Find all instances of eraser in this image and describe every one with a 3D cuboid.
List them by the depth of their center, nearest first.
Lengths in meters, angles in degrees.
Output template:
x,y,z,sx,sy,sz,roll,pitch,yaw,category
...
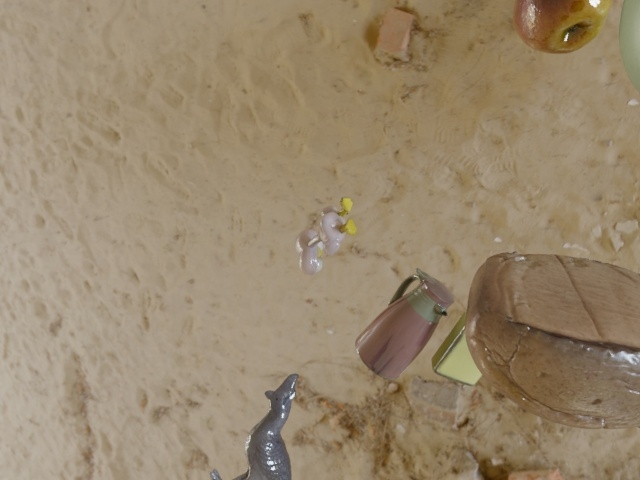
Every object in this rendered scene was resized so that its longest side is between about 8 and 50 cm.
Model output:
x,y,z,sx,sy,sz,roll,pitch,yaw,category
0.350,0.255,1.250,0.117,0.058,0.172,20,119,-10,eraser

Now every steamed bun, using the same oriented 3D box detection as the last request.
x,y,z,sx,sy,sz,roll,pitch,yaw,category
0.355,0.156,0.777,0.301,0.251,0.199,11,122,10,steamed bun

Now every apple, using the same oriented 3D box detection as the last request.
x,y,z,sx,sy,sz,roll,pitch,yaw,category
0.503,-0.496,1.116,0.195,0.160,0.173,-23,57,31,apple

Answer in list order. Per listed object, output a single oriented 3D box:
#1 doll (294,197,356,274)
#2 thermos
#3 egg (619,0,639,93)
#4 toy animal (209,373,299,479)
x,y,z,sx,sy,sz,roll,pitch,yaw,category
-0.001,0.000,1.644,0.365,0.094,0.160,129,140,-56,doll
0.215,0.199,1.334,0.265,0.145,0.176,-55,33,24,thermos
0.548,-0.329,0.767,0.202,0.203,0.283,6,106,31,egg
-0.118,0.466,1.068,0.081,0.205,0.367,-166,68,-73,toy animal
